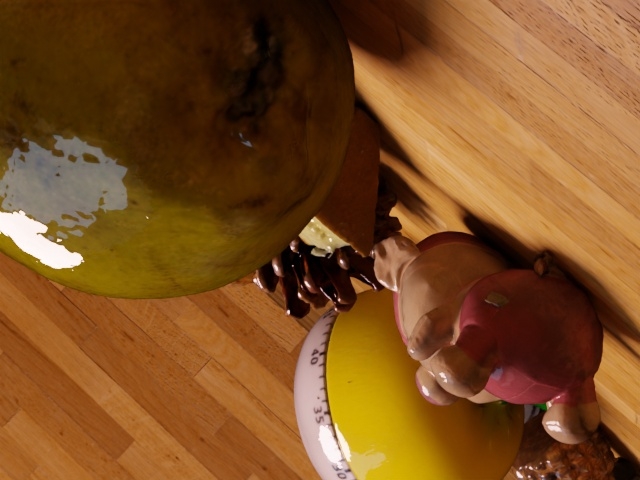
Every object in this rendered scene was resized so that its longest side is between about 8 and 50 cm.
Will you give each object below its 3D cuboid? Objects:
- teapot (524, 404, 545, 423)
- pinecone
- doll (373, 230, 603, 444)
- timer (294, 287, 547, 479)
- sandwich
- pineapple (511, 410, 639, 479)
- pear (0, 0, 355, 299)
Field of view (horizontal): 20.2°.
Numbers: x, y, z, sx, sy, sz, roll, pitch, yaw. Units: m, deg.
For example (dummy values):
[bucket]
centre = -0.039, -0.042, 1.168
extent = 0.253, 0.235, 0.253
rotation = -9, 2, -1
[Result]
[teapot]
centre = 0.248, 0.199, 2.171
extent = 0.057, 0.066, 0.088
rotation = 26, -150, -44
[pinecone]
centre = -0.002, -0.003, 1.831
extent = 0.195, 0.179, 0.150
rotation = -10, 110, 52
[doll]
centre = 0.150, 0.085, 1.618
extent = 0.196, 0.152, 0.256
rotation = 60, 172, -21
[timer]
centre = 0.137, 0.163, 1.949
extent = 0.285, 0.285, 0.285
rotation = 42, 173, 6
[sandwich]
centre = -0.024, -0.090, 1.647
extent = 0.122, 0.128, 0.235
rotation = 30, 170, 48
[pineapple]
centre = 0.327, 0.289, 2.087
extent = 0.237, 0.111, 0.119
rotation = 40, -155, -22
[pear]
centre = -0.148, -0.120, 1.368
extent = 0.352, 0.352, 0.413
rotation = 46, 175, -25
